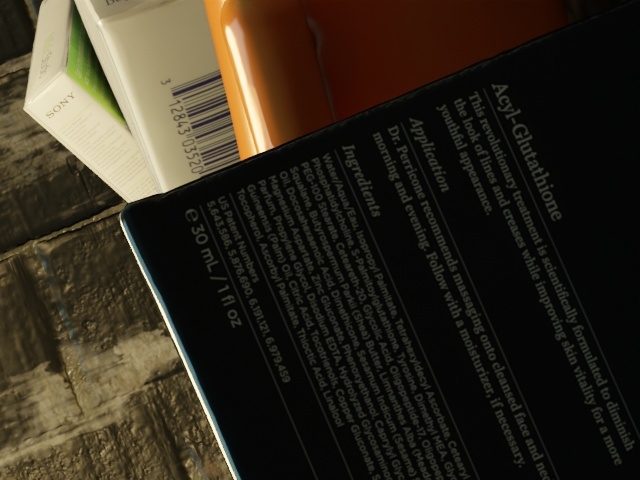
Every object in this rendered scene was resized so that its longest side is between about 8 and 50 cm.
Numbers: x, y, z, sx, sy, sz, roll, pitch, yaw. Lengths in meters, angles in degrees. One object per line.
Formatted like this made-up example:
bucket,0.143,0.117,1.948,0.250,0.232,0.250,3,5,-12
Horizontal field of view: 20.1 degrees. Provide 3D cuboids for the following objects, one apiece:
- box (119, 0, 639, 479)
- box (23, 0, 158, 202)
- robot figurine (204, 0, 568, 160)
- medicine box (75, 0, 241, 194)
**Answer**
box,0.078,0.080,0.522,0.103,0.184,0.261,103,144,-83
box,-0.134,-0.083,1.659,0.322,0.058,0.232,44,-162,-24
robot figurine,0.024,-0.079,0.643,0.128,0.158,0.219,30,136,61
medicine box,-0.114,-0.193,1.412,0.263,0.149,0.289,74,172,-51
